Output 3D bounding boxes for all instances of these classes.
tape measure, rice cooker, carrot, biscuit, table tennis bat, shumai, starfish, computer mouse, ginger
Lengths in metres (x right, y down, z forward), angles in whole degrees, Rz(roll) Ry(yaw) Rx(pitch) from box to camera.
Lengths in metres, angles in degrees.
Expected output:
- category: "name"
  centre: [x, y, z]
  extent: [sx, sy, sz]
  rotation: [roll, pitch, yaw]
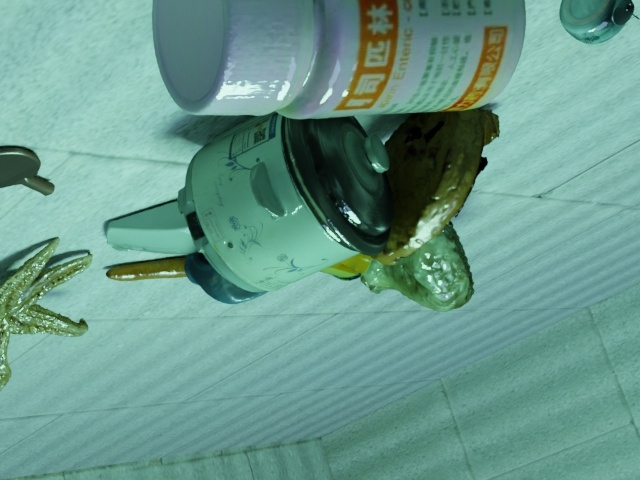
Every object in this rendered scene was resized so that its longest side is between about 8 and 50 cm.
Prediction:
- category: "tape measure"
  centre: [0.421, -0.317, 1.668]
  extent: [0.107, 0.104, 0.179]
  rotation: [-33, 156, 31]
- category: "rice cooker"
  centre: [-0.035, -0.073, 1.716]
  extent: [0.316, 0.264, 0.316]
  rotation: [-19, 171, -3]
- category: "carrot"
  centre: [-0.286, 0.054, 2.212]
  extent: [0.247, 0.043, 0.043]
  rotation: [-5, 158, -29]
- category: "biscuit"
  centre: [0.146, -0.101, 1.828]
  extent: [0.075, 0.296, 0.296]
  rotation: [28, 141, -23]
- category: "table tennis bat"
  centre: [-0.424, -0.050, 1.656]
  extent: [0.107, 0.119, 0.170]
  rotation: [-23, 159, 18]
- category: "shumai"
  centre: [0.183, 0.050, 2.335]
  extent: [0.221, 0.225, 0.260]
  rotation: [-20, 177, 5]
- category: "starfish"
  centre: [-0.537, 0.142, 2.042]
  extent: [0.327, 0.094, 0.375]
  rotation: [-29, 152, -43]
- category: "computer mouse"
  centre: [-0.252, -0.014, 1.997]
  extent: [0.230, 0.079, 0.128]
  rotation: [-15, 160, 4]
- category: "ginger"
  centre: [0.221, -0.171, 1.965]
  extent: [0.162, 0.073, 0.103]
  rotation: [-28, -176, -36]

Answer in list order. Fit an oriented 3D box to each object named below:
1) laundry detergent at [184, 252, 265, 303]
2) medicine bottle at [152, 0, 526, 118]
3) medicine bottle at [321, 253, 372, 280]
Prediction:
- category: "laundry detergent"
  centre: [-0.166, 0.037, 2.072]
  extent: [0.143, 0.094, 0.290]
  rotation: [-33, -162, -17]
- category: "medicine bottle"
  centre: [0.023, -0.248, 1.330]
  extent: [0.388, 0.219, 0.219]
  rotation: [-5, 158, -30]
- category: "medicine bottle"
  centre: [0.000, 0.000, 2.193]
  extent: [0.124, 0.124, 0.239]
  rotation: [-25, 160, 22]
